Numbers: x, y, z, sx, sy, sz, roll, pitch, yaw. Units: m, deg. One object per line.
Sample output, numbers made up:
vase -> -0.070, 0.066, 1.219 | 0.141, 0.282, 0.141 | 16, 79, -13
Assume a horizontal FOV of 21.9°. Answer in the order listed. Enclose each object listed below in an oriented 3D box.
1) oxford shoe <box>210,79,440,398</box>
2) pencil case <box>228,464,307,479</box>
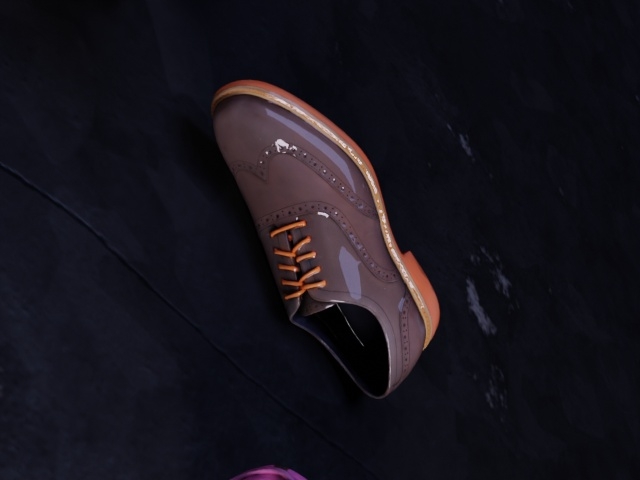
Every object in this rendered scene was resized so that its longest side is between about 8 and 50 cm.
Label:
oxford shoe -> 0.000, 0.000, 1.253 | 0.271, 0.097, 0.098 | 53, 37, -20
pencil case -> 0.017, 0.208, 1.112 | 0.209, 0.098, 0.095 | 25, 48, -48
